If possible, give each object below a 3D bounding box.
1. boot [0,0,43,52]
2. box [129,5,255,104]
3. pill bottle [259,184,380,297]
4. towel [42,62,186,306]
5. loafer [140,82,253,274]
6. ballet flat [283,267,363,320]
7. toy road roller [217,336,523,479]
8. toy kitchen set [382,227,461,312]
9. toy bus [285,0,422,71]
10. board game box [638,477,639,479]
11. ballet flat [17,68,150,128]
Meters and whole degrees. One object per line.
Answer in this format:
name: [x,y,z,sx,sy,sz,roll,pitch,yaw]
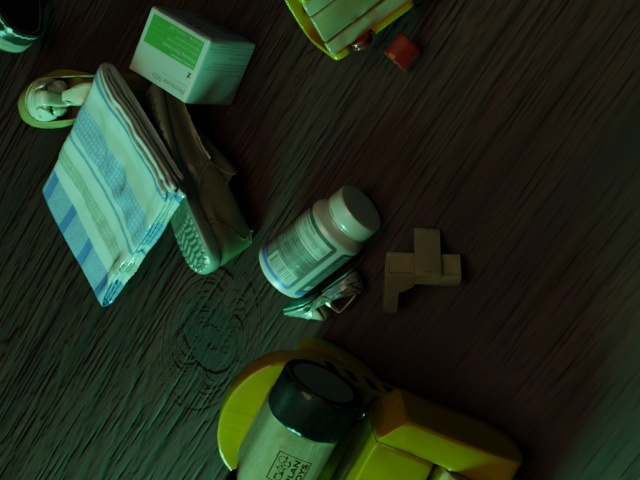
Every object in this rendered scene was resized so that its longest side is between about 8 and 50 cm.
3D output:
boot: [-0.364,-0.463,1.699,0.284,0.138,0.377,-17,78,31]
box: [-0.157,-0.226,1.597,0.101,0.102,0.087,32,110,25]
pill bottle: [0.000,0.000,1.525,0.137,0.078,0.078,-38,73,26]
towel: [-0.272,-0.065,1.656,0.209,0.034,0.285,59,140,17]
loafer: [-0.156,-0.081,1.618,0.094,0.087,0.251,-34,74,59]
ballet flat: [0.005,0.074,1.549,0.114,0.041,0.041,-30,77,29]
toy road roller: [0.045,0.237,1.469,0.330,0.240,0.202,24,107,-10]
toy kitchen set: [0.115,0.035,1.490,0.083,0.075,0.068,2,51,0]
toy bus: [0.052,-0.300,1.461,0.104,0.202,0.190,46,125,55]
board game box: [0.412,0.364,1.127,0.356,0.356,0.356,42,111,24]
ballet flat: [-0.331,-0.193,1.720,0.232,0.073,0.080,-3,89,32]
